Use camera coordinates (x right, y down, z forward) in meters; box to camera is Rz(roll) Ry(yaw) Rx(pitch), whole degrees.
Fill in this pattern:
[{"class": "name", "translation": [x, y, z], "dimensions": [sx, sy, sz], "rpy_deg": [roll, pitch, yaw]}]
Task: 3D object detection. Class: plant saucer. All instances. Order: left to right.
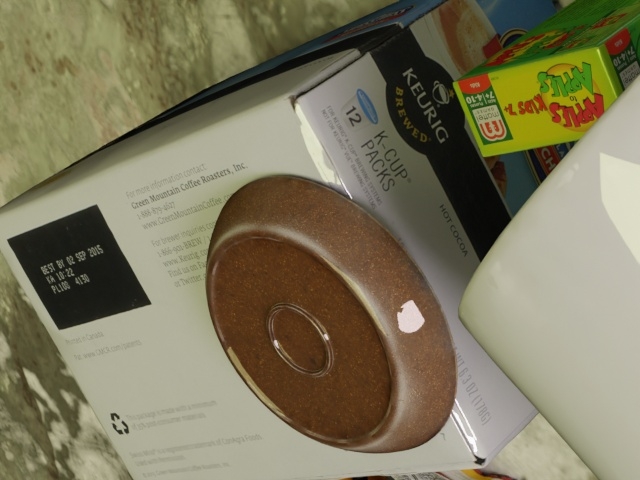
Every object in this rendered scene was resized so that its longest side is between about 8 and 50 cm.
[{"class": "plant saucer", "translation": [-0.003, 0.047, 0.800], "dimensions": [0.168, 0.029, 0.168], "rpy_deg": [25, 133, 30]}]

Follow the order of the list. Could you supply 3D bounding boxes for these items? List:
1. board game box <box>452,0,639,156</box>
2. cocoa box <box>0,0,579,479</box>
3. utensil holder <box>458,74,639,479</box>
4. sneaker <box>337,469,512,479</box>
[{"class": "board game box", "translation": [0.159, -0.104, 0.763], "dimensions": [0.092, 0.181, 0.043], "rpy_deg": [-9, 111, 49]}, {"class": "cocoa box", "translation": [0.000, 0.000, 0.968], "dimensions": [0.347, 0.228, 0.231], "rpy_deg": [-16, 106, 50]}, {"class": "utensil holder", "translation": [0.294, 0.069, 0.641], "dimensions": [0.385, 0.327, 0.328], "rpy_deg": [46, 141, 13]}, {"class": "sneaker", "translation": [0.100, 0.219, 1.138], "dimensions": [0.225, 0.092, 0.088], "rpy_deg": [32, 137, 25]}]
